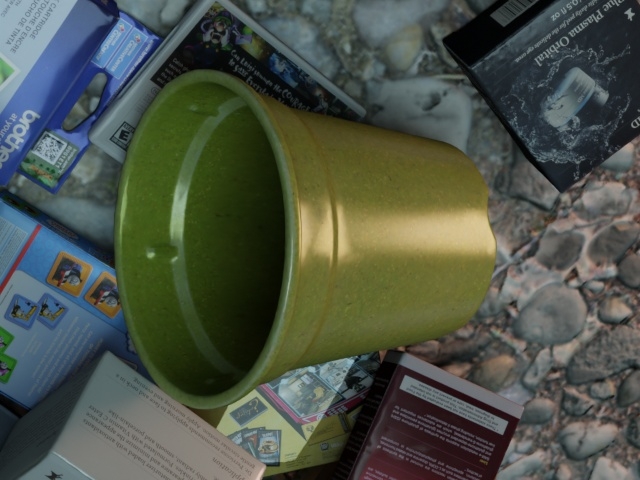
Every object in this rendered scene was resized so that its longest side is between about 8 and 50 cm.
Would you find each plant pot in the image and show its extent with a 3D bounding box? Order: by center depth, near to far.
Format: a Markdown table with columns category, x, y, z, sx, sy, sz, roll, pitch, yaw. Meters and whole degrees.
| category | x | y | z | sx | sy | sz | roll | pitch | yaw |
| --- | --- | --- | --- | --- | --- | --- | --- | --- | --- |
| plant pot | 0.000 | 0.000 | 1.352 | 0.254 | 0.276 | 0.276 | 1 | 113 | -36 |

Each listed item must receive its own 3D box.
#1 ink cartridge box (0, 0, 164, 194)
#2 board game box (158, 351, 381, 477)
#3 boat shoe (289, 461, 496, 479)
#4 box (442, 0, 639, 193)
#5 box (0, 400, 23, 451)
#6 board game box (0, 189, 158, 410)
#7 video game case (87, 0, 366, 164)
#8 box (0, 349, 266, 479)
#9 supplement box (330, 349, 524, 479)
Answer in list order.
| category | x | y | z | sx | sy | sz | roll | pitch | yaw |
| --- | --- | --- | --- | --- | --- | --- | --- | --- | --- |
| ink cartridge box | -0.306 | -0.177 | 1.338 | 0.311 | 0.065 | 0.185 | 32 | 103 | -22 |
| board game box | -0.062 | 0.142 | 1.505 | 0.243 | 0.042 | 0.165 | -11 | 102 | -6 |
| boat shoe | 0.012 | 0.282 | 1.564 | 0.341 | 0.121 | 0.110 | -21 | 148 | -11 |
| box | 0.224 | -0.157 | 1.431 | 0.156 | 0.093 | 0.158 | -38 | 115 | 5 |
| box | -0.310 | 0.252 | 1.466 | 0.233 | 0.059 | 0.183 | 40 | 81 | -15 |
| board game box | -0.236 | 0.077 | 1.433 | 0.211 | 0.039 | 0.160 | 32 | 103 | -3 |
| video game case | -0.082 | -0.105 | 1.420 | 0.190 | 0.022 | 0.173 | 36 | 101 | -28 |
| box | -0.178 | 0.218 | 1.366 | 0.181 | 0.119 | 0.182 | 38 | 136 | -15 |
| supplement box | 0.078 | 0.235 | 1.462 | 0.130 | 0.073 | 0.239 | 26 | 83 | -9 |
